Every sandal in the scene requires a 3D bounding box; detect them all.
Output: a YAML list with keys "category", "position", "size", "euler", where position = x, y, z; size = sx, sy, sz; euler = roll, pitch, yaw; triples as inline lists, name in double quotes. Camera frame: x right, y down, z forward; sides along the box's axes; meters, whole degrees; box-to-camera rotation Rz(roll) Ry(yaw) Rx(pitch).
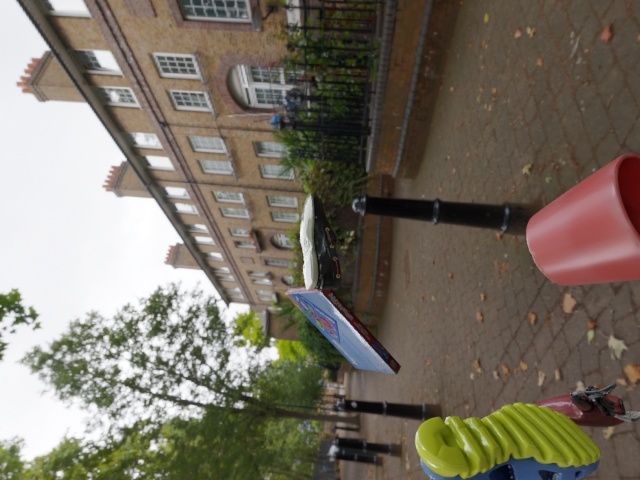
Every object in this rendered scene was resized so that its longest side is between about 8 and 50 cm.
- category: "sandal"
  position: [0.302, 0.362, 0.679]
  size: [0.126, 0.317, 0.138]
  euler: [-108, 19, -68]

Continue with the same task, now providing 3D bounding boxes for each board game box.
- category: "board game box"
  position: [0.051, 0.207, 0.945]
  size: [0.145, 0.281, 0.027]
  euler: [-15, 32, 52]

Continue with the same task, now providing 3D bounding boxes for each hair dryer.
- category: "hair dryer"
  position: [0.622, 0.374, 0.958]
  size: [0.293, 0.223, 0.080]
  euler: [116, 171, -55]

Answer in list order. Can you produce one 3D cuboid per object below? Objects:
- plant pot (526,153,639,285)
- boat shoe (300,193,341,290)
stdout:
- category: "plant pot"
  position: [0.637, -0.019, 0.929]
  size: [0.243, 0.275, 0.275]
  euler: [-40, 39, 57]
- category: "boat shoe"
  position: [-0.001, 0.001, 0.516]
  size: [0.049, 0.042, 0.133]
  euler: [121, 147, -54]
